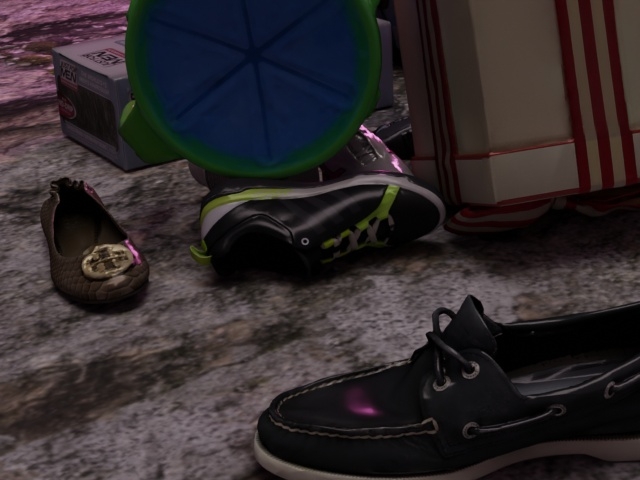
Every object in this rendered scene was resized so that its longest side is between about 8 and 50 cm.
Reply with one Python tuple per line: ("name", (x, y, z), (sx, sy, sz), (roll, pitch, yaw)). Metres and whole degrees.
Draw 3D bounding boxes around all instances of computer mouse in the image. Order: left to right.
("computer mouse", (0.037, -0.114, 1.495), (0.242, 0.041, 0.071), (-8, 24, -8))

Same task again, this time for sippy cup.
("sippy cup", (-0.051, -0.201, 1.285), (0.306, 0.240, 0.224), (-1, 22, 7))

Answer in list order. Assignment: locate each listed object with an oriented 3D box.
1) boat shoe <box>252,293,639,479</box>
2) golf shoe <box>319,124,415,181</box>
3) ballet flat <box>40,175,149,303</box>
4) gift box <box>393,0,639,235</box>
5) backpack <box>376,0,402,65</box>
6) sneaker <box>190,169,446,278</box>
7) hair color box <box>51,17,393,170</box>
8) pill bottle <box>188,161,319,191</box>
("boat shoe", (0.121, 0.090, 0.900), (0.340, 0.113, 0.127), (-3, 23, 1))
("golf shoe", (0.036, -0.078, 1.338), (0.067, 0.086, 0.186), (-35, 30, -12))
("ballet flat", (-0.219, -0.006, 1.249), (0.084, 0.058, 0.250), (-11, 24, -16))
("gift box", (0.221, -0.146, 1.285), (0.255, 0.258, 0.276), (-9, 4, -8))
("backpack", (0.144, -0.395, 1.868), (0.213, 0.263, 0.276), (-8, 17, 35))
("sneaker", (0.000, 0.000, 1.215), (0.235, 0.084, 0.097), (-4, 49, -1))
("hair color box", (-0.115, -0.199, 1.628), (0.375, 0.113, 0.185), (-16, 25, -29))
("pill bottle", (-0.071, -0.071, 1.358), (0.078, 0.078, 0.137), (-20, 28, -34))
